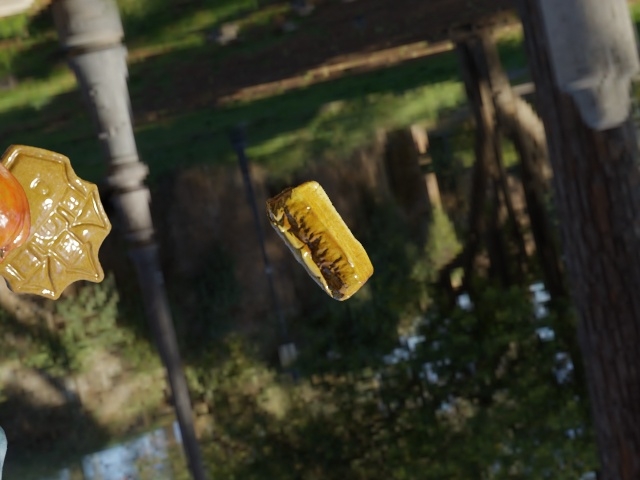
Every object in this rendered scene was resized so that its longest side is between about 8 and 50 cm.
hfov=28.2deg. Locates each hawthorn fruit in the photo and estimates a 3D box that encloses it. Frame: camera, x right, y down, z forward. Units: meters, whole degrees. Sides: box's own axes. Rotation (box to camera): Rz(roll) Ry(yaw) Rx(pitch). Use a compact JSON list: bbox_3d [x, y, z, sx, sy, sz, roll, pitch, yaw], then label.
[{"bbox_3d":[-0.369,-0.035,1.313,0.133,0.138,0.133,-35,169,-8],"label":"hawthorn fruit"}]

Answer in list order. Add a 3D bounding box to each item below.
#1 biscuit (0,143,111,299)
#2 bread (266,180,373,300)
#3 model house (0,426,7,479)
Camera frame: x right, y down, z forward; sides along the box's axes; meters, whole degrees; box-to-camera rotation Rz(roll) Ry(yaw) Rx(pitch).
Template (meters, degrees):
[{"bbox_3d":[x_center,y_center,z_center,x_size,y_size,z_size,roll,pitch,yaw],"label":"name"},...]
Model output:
[{"bbox_3d":[-0.355,-0.012,1.646,0.182,0.215,0.034,-54,-146,-12],"label":"biscuit"},{"bbox_3d":[0.000,0.000,1.301,0.053,0.132,0.074,-37,-177,24],"label":"bread"},{"bbox_3d":[-0.441,0.240,0.871,0.395,0.400,0.445,34,-178,-27],"label":"model house"}]
